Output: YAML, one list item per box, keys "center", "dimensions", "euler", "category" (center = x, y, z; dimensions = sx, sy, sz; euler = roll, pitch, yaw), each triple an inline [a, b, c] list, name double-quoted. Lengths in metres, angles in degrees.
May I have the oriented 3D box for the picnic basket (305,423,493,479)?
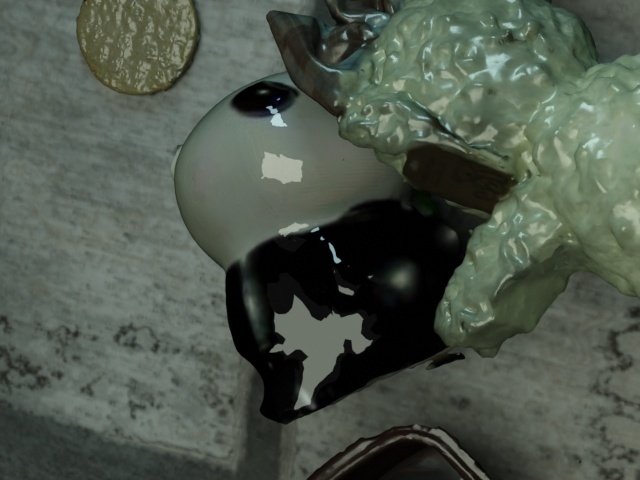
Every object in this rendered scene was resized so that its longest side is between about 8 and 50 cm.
- center: [0.108, 0.288, 1.442]
  dimensions: [0.222, 0.129, 0.297]
  euler: [-41, 81, 19]
  category: "picnic basket"

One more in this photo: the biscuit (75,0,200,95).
- center: [-0.159, -0.184, 1.561]
  dimensions: [0.120, 0.015, 0.120]
  euler: [2, 96, 21]
  category: "biscuit"

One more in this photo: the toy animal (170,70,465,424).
- center: [0.007, -0.003, 1.420]
  dimensions: [0.212, 0.212, 0.267]
  euler: [-23, 80, 22]
  category: "toy animal"

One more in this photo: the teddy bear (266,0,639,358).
- center: [0.180, -0.033, 1.324]
  dimensions: [0.362, 0.327, 0.375]
  euler: [11, 141, 42]
  category: "teddy bear"
